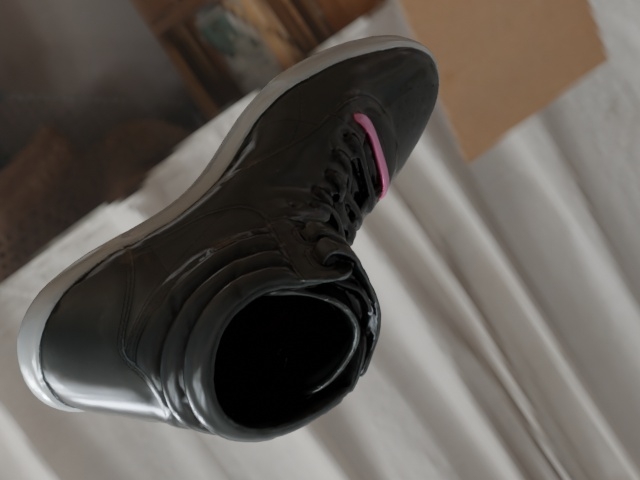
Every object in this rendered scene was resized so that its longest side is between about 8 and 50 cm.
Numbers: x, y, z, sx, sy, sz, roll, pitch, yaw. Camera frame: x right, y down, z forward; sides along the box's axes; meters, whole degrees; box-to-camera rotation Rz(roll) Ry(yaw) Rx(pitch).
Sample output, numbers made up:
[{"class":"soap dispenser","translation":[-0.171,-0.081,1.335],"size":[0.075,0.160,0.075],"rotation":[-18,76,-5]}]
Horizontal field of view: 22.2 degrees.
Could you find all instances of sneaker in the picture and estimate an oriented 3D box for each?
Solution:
[{"class":"sneaker","translation":[0.000,0.001,0.824],"size":[0.147,0.105,0.296],"rotation":[17,-131,43]}]
